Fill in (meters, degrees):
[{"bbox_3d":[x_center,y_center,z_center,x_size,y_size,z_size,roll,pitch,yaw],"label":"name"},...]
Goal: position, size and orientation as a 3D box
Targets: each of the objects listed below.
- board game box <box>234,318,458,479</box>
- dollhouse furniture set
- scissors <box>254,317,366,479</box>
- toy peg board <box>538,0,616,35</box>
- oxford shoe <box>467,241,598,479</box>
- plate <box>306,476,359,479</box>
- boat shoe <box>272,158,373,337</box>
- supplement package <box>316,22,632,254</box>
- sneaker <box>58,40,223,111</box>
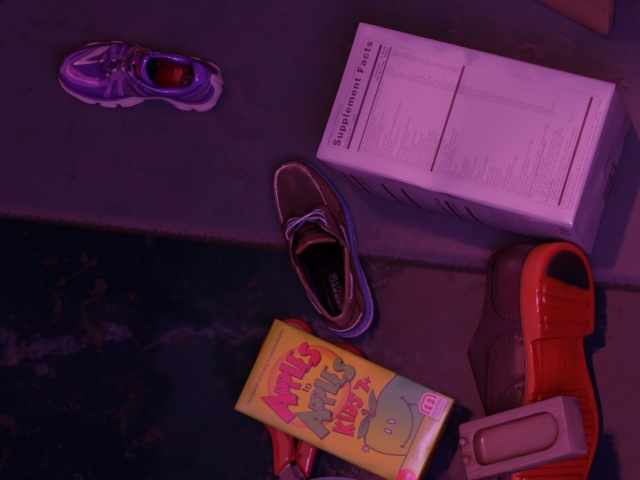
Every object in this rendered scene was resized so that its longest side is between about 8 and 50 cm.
[{"bbox_3d":[0.023,0.151,1.821,0.181,0.043,0.092,24,86,11],"label":"board game box"},{"bbox_3d":[0.155,0.209,1.646,0.144,0.123,0.151,-21,70,40],"label":"dollhouse furniture set"},{"bbox_3d":[-0.035,0.222,1.854,0.109,0.021,0.297,13,84,12],"label":"scissors"},{"bbox_3d":[0.216,-0.292,1.829,0.161,0.160,0.079,31,72,19],"label":"toy peg board"},{"bbox_3d":[0.185,0.137,1.789,0.098,0.097,0.271,1,84,50],"label":"oxford shoe"},{"bbox_3d":[0.010,0.308,1.809,0.188,0.024,0.188,-2,80,9],"label":"plate"},{"bbox_3d":[0.000,0.000,1.865,0.066,0.066,0.183,-28,73,8],"label":"boat shoe"},{"bbox_3d":[0.141,-0.093,1.811,0.244,0.134,0.139,16,83,18],"label":"supplement package"},{"bbox_3d":[-0.180,-0.169,1.949,0.170,0.071,0.068,4,79,17],"label":"sneaker"}]
